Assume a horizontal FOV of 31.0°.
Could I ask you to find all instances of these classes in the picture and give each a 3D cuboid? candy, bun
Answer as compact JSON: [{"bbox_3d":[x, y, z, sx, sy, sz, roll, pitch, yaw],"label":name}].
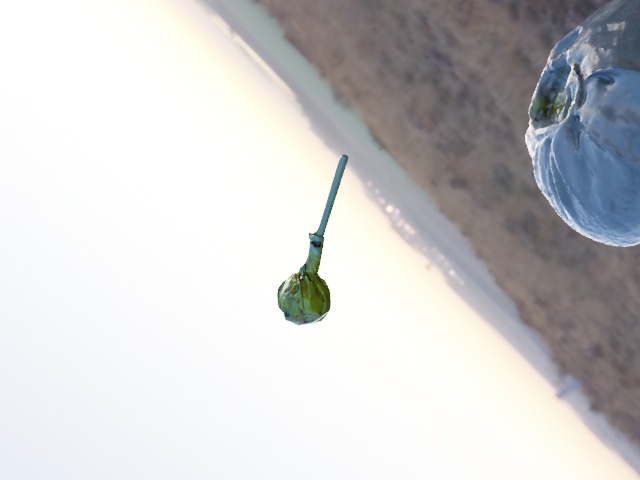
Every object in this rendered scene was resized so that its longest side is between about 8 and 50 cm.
[{"bbox_3d":[0.000,0.000,1.250,0.062,0.194,0.058,20,-170,25],"label":"candy"},{"bbox_3d":[0.420,-0.175,1.629,0.211,0.362,0.362,14,-163,-24],"label":"bun"}]
